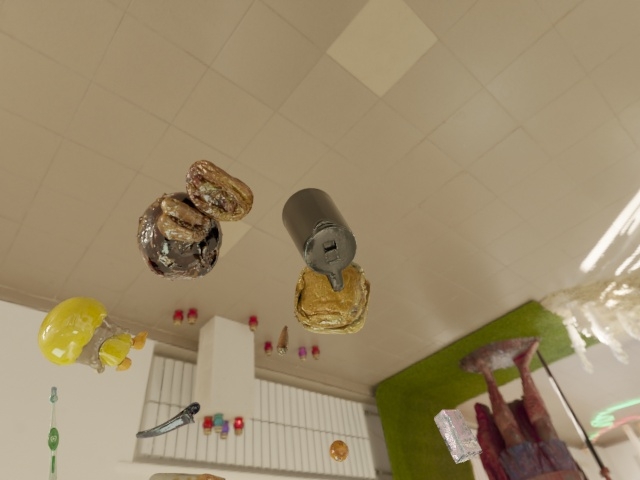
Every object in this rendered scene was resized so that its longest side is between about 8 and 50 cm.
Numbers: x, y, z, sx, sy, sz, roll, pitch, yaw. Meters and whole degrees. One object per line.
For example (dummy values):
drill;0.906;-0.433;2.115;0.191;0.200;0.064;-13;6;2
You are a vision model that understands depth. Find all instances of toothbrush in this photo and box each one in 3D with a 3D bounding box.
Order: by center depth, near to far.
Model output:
toothbrush;-0.768;0.578;1.217;0.030;0.304;0.030;-6;168;-1

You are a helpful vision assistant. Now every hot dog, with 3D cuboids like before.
hot dog;-0.318;-0.153;1.311;0.226;0.099;0.161;31;119;-2

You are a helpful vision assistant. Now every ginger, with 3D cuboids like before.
ginger;-0.358;-0.042;1.127;0.073;0.103;0.162;3;163;38

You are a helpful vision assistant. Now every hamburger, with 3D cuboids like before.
hamburger;0.045;0.209;1.618;0.318;0.319;0.158;-12;144;5

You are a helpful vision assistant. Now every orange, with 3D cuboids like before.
orange;0.076;0.870;1.751;0.083;0.084;0.084;-5;138;-4

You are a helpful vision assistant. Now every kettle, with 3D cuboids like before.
kettle;-0.013;-0.004;1.447;0.203;0.308;0.262;9;114;-20

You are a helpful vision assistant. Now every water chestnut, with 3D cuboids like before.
water chestnut;-0.444;-0.011;1.371;0.299;0.300;0.300;-5;138;-4

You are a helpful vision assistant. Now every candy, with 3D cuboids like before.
candy;0.470;0.667;1.456;0.092;0.160;0.073;10;128;-32

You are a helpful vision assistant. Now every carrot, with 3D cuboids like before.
carrot;-0.144;0.393;1.682;0.047;0.191;0.047;1;105;2

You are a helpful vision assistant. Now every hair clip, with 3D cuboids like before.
hair clip;-0.557;0.660;1.511;0.275;0.083;0.048;-25;111;10

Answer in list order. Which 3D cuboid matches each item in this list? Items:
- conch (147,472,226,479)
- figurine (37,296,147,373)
conch;-0.366;0.639;1.077;0.255;0.127;0.158;-18;124;-11
figurine;-0.727;0.315;1.373;0.187;0.215;0.344;4;155;27
